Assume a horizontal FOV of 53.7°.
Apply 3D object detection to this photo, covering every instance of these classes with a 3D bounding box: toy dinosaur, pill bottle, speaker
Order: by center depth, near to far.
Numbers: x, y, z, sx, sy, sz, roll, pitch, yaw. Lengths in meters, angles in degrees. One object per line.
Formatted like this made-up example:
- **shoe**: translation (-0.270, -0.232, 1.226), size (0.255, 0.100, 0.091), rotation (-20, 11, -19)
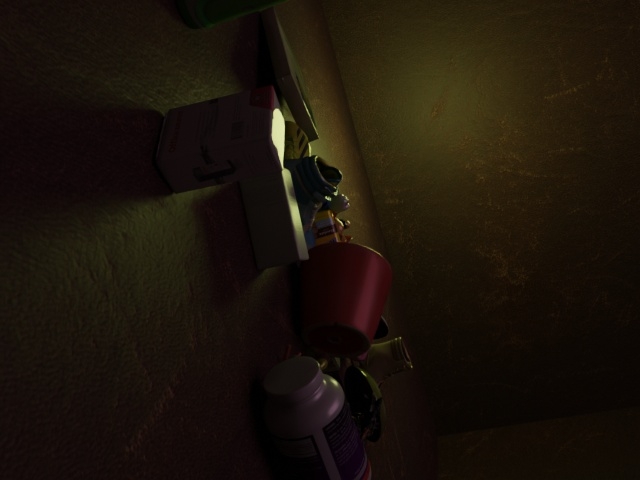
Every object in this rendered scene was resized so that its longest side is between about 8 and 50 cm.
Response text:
- **pill bottle**: translation (-0.013, 0.418, 1.373), size (0.181, 0.181, 0.323), rotation (-75, 149, -63)
- **speaker**: translation (-0.170, -0.572, 1.418), size (0.131, 0.296, 0.131), rotation (-13, 90, -77)
- **toy dinosaur**: translation (0.072, 0.548, 1.774), size (0.322, 0.164, 0.218), rotation (89, 15, -48)

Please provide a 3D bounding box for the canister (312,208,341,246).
- **canister**: translation (0.000, 0.000, 1.946), size (0.073, 0.126, 0.170), rotation (-148, -139, -82)

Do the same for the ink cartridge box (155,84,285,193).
- **ink cartridge box**: translation (-0.182, -0.188, 1.180), size (0.092, 0.217, 0.159), rotation (70, 14, -47)

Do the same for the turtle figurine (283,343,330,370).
- **turtle figurine**: translation (-0.019, 0.358, 1.606), size (0.217, 0.087, 0.270), rotation (-49, 125, -73)

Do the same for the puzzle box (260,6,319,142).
- **puzzle box**: translation (-0.103, -0.545, 2.069), size (0.272, 0.052, 0.409), rotation (63, 10, -48)

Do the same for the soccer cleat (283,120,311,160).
- **soccer cleat**: translation (-0.085, -0.246, 1.909), size (0.121, 0.093, 0.289), rotation (25, 50, -58)

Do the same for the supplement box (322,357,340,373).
- **supplement box**: translation (0.020, 0.332, 1.854), size (0.083, 0.056, 0.083), rotation (-88, 160, -47)

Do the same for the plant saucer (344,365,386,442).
- **plant saucer**: translation (0.143, 0.502, 1.963), size (0.241, 0.037, 0.241), rotation (166, -90, -69)

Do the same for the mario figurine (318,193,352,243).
- **mario figurine**: translation (0.030, -0.096, 2.071), size (0.198, 0.170, 0.321), rotation (-79, 151, -64)

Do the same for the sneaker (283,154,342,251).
- **sneaker**: translation (-0.020, -0.098, 1.778), size (0.127, 0.208, 0.319), rotation (-87, 160, -50)

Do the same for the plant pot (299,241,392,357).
- **plant pot**: translation (0.058, 0.179, 1.781), size (0.275, 0.274, 0.243), rotation (62, 30, -46)

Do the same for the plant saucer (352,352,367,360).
- **plant saucer**: translation (0.077, 0.244, 2.118), size (0.332, 0.084, 0.332), rotation (-14, 90, -77)

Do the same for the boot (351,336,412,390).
- **boot**: translation (0.229, 0.485, 2.241), size (0.095, 0.203, 0.262), rotation (37, 40, -69)

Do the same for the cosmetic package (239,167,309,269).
- **cosmetic package**: translation (-0.114, -0.052, 1.549), size (0.085, 0.117, 0.231), rotation (-3, 81, -75)

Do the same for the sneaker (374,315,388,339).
- **sneaker**: translation (0.173, 0.242, 2.151), size (0.097, 0.084, 0.235), rotation (-91, 162, -46)
